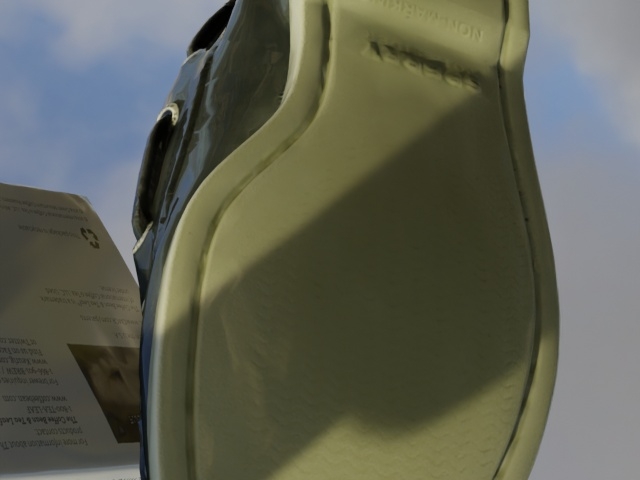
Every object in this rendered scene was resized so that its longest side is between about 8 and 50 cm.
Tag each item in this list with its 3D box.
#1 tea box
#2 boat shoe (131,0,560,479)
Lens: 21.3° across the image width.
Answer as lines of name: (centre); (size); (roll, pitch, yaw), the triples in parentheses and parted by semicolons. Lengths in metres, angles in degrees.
tea box: (-0.289, 0.131, 1.000); (0.220, 0.323, 0.329); (58, -163, 18)
boat shoe: (-0.004, -0.002, 0.564); (0.127, 0.113, 0.340); (17, -128, -19)
